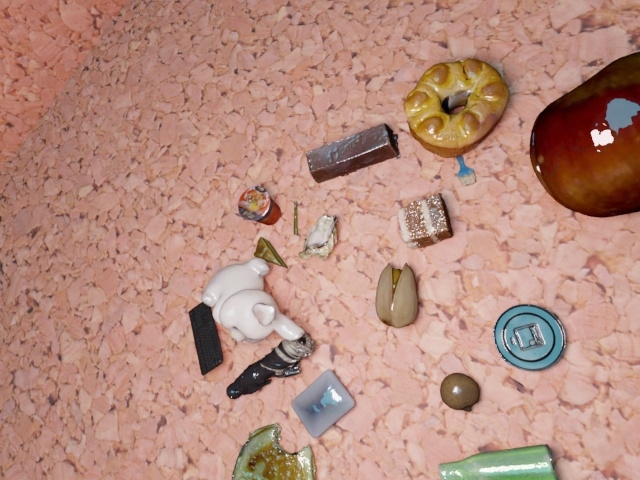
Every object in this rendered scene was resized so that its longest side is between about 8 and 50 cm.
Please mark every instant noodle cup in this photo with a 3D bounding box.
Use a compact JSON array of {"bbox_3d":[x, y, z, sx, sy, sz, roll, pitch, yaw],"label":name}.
[{"bbox_3d":[-0.207,-0.112,1.584,0.127,0.136,0.127,-5,75,19],"label":"instant noodle cup"}]

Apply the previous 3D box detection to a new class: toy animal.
[{"bbox_3d":[-0.208,0.201,1.418,0.241,0.196,0.367,-53,39,-1],"label":"toy animal"}]

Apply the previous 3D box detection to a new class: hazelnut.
[{"bbox_3d":[0.773,-0.272,1.132,0.429,0.402,0.402,-27,68,0],"label":"hazelnut"}]

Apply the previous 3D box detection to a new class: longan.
[{"bbox_3d":[0.391,0.426,1.247,0.113,0.092,0.113,0,86,-3],"label":"longan"}]

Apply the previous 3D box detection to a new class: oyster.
[{"bbox_3d":[0.000,0.000,1.522,0.191,0.081,0.163,-29,43,27],"label":"oyster"}]

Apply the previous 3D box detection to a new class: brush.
[{"bbox_3d":[0.455,-0.252,1.440,0.051,0.014,0.164,-18,70,14],"label":"brush"}]

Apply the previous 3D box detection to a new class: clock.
[{"bbox_3d":[0.579,0.270,1.244,0.184,0.040,0.184,-5,75,18],"label":"clock"}]

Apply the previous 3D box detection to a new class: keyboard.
[{"bbox_3d":[-0.385,0.373,1.538,0.103,0.041,0.381,-35,56,9],"label":"keyboard"}]

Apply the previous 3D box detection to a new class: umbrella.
[{"bbox_3d":[-0.165,0.415,1.458,0.358,0.106,0.113,-40,33,17],"label":"umbrella"}]

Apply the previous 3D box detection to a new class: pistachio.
[{"bbox_3d":[0.231,0.165,1.354,0.129,0.131,0.206,-1,71,12],"label":"pistachio"}]

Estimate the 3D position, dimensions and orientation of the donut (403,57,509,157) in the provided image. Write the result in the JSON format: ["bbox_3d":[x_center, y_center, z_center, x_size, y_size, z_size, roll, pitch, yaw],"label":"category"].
[{"bbox_3d":[0.423,-0.414,1.398,0.317,0.150,0.299,-12,67,6],"label":"donut"}]

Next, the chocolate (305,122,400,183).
[{"bbox_3d":[0.109,-0.303,1.529,0.321,0.112,0.112,-16,74,16],"label":"chocolate"}]

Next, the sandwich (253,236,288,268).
[{"bbox_3d":[-0.163,0.043,1.561,0.116,0.074,0.074,17,83,23],"label":"sandwich"}]

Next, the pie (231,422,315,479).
[{"bbox_3d":[-0.146,0.735,1.381,0.302,0.067,0.302,-5,74,20],"label":"pie"}]

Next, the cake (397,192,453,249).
[{"bbox_3d":[0.322,-0.056,1.377,0.147,0.135,0.134,-14,73,22],"label":"cake"}]

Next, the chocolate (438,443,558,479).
[{"bbox_3d":[0.460,0.605,1.173,0.291,0.110,0.110,-15,72,19],"label":"chocolate"}]

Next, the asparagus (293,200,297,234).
[{"bbox_3d":[-0.089,-0.081,1.597,0.015,0.018,0.127,3,75,-15],"label":"asparagus"}]

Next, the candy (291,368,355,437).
[{"bbox_3d":[0.006,0.504,1.380,0.174,0.071,0.138,-42,66,4],"label":"candy"}]
